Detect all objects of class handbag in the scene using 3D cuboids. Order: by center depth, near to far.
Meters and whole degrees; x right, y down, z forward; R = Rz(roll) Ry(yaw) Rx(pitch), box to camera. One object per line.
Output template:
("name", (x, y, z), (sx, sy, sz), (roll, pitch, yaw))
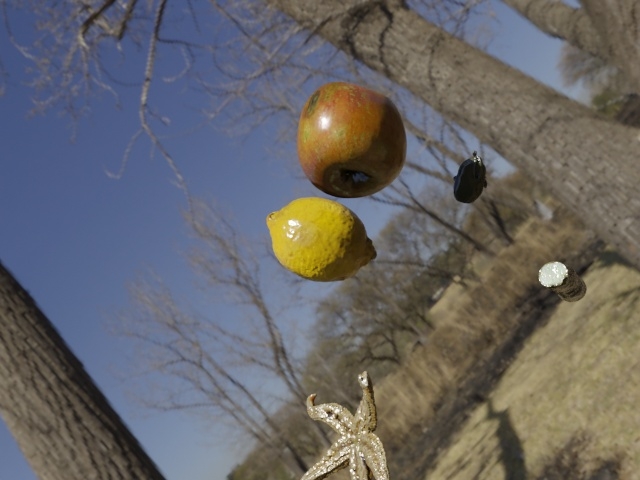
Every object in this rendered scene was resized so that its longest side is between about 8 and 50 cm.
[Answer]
("handbag", (0.310, -0.128, 1.615), (0.047, 0.072, 0.111), (-68, -12, -59))

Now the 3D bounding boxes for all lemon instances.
("lemon", (0.000, 0.000, 1.731), (0.188, 0.256, 0.188), (21, -90, -88))

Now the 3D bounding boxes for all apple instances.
("apple", (0.056, -0.199, 1.521), (0.236, 0.208, 0.237), (-2, -25, -1))

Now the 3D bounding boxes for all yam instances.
("yam", (0.470, 0.080, 1.516), (0.061, 0.061, 0.253), (-48, -26, 10))

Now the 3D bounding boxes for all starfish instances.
("starfish", (0.067, 0.439, 1.730), (0.094, 0.375, 0.327), (12, -84, -34))
